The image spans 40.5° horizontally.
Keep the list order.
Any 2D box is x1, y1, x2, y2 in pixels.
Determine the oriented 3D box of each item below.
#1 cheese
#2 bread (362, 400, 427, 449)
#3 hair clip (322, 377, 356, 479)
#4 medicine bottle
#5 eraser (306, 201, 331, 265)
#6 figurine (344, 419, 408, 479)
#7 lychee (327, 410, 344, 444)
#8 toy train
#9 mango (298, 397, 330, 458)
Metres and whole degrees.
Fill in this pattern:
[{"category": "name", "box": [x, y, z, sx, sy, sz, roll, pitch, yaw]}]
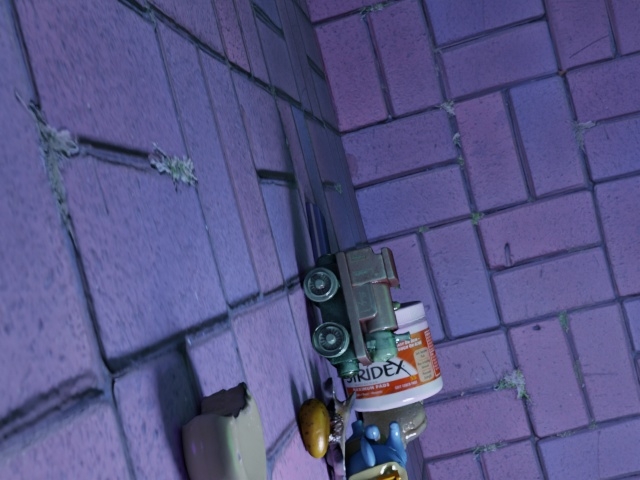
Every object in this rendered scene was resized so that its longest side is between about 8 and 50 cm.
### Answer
[{"category": "cheese", "box": [-0.106, 0.304, 1.070, 0.163, 0.071, 0.248, 35, 40, -75]}, {"category": "bread", "box": [0.196, 0.470, 2.388, 0.337, 0.183, 0.102, -96, 166, -62]}, {"category": "hair clip", "box": [0.038, 0.407, 1.859, 0.146, 0.075, 0.257, 89, 3, -47]}, {"category": "medicine bottle", "box": [0.172, 0.301, 2.267, 0.252, 0.252, 0.241, 3, 72, -81]}, {"category": "eraser", "box": [0.000, 0.000, 2.376, 0.082, 0.036, 0.225, 63, 15, -58]}, {"category": "figurine", "box": [0.114, 0.489, 1.908, 0.262, 0.154, 0.180, -110, -149, -53]}, {"category": "lychee", "box": [0.012, 0.373, 1.731, 0.068, 0.067, 0.083, -62, -168, 0]}, {"category": "toy train", "box": [0.087, 0.165, 2.044, 0.150, 0.221, 0.304, 57, 21, -71]}, {"category": "mango", "box": [-0.010, 0.360, 1.664, 0.079, 0.057, 0.114, 41, 44, -82]}]
